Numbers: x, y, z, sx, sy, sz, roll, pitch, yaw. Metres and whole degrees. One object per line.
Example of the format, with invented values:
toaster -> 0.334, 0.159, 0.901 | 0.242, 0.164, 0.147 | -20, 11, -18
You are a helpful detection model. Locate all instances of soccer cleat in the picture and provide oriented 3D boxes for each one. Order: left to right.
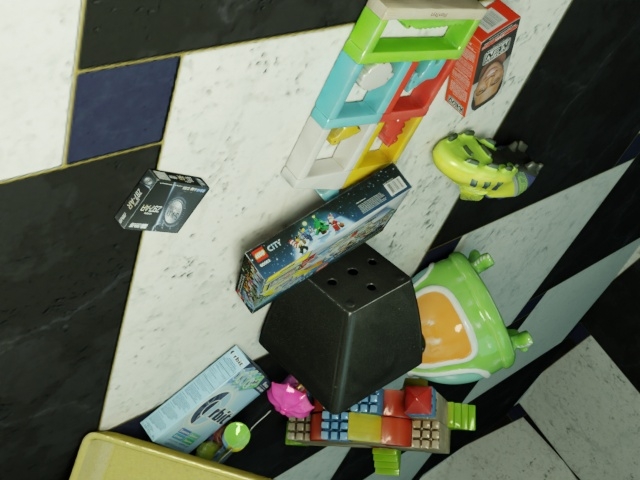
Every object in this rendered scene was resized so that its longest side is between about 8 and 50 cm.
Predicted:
soccer cleat -> 0.250, -0.100, 1.281 | 0.121, 0.093, 0.289 | -47, 155, 28

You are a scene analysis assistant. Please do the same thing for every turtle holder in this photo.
turtle holder -> 0.240, 0.148, 1.558 | 0.227, 0.243, 0.320 | -27, -164, 3

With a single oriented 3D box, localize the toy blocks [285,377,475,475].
toy blocks -> 0.080, 0.328, 1.521 | 0.381, 0.191, 0.261 | -1, 162, 17

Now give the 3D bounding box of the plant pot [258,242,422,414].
plant pot -> 0.037, 0.108, 1.220 | 0.188, 0.187, 0.167 | -25, 138, -33

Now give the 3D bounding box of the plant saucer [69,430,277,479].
plant saucer -> -0.230, 0.442, 1.246 | 0.081, 0.332, 0.333 | -95, -154, -66

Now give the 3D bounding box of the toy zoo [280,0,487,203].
toy zoo -> 0.065, -0.158, 0.982 | 0.192, 0.030, 0.293 | -16, 145, -44

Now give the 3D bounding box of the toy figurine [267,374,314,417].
toy figurine -> -0.018, 0.223, 1.370 | 0.159, 0.130, 0.173 | -36, -163, -5

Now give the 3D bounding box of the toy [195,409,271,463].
toy -> -0.171, 0.352, 1.420 | 0.137, 0.056, 0.237 | -42, 176, -29

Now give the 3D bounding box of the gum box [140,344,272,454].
gum box -> -0.175, 0.255, 1.297 | 0.184, 0.041, 0.157 | -39, 156, -6

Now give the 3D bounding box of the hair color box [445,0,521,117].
hair color box -> 0.206, -0.231, 1.055 | 0.072, 0.043, 0.141 | -35, 155, -17

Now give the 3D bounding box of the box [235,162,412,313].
box -> 0.000, 0.000, 1.084 | 0.233, 0.044, 0.159 | -32, 169, -20

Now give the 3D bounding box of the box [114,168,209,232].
box -> -0.163, -0.040, 0.855 | 0.067, 0.018, 0.083 | -51, 154, 18
